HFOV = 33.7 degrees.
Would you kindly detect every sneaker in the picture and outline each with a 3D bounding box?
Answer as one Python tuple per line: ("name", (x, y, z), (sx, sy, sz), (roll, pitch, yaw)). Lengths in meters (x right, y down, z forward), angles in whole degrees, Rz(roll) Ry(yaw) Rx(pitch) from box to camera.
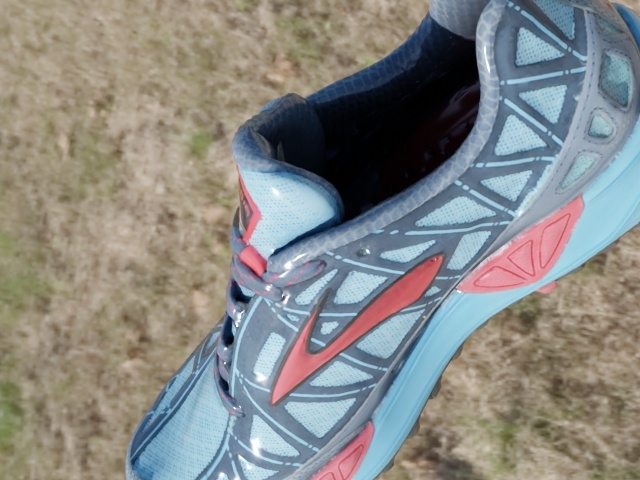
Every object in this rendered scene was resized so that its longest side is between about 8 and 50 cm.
("sneaker", (0.000, 0.000, 0.378), (0.262, 0.125, 0.104), (-47, 42, 14))
